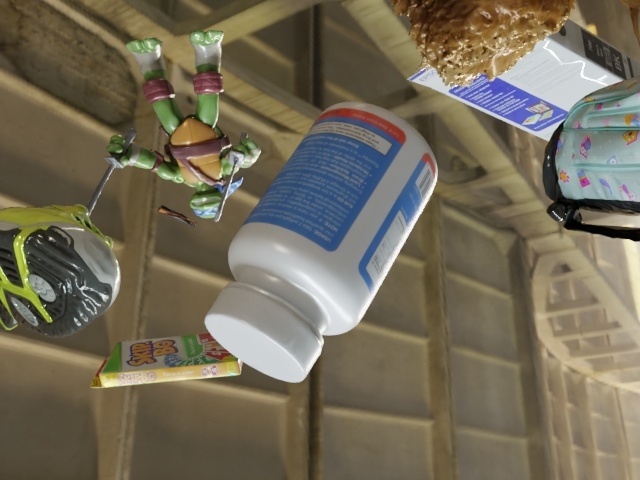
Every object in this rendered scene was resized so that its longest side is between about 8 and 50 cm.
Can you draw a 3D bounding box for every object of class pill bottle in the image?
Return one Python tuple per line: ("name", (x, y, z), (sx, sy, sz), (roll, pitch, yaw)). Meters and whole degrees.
("pill bottle", (0.000, 0.000, 0.596), (0.124, 0.124, 0.221), (53, -123, -34))

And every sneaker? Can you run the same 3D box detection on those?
("sneaker", (-0.299, 0.009, 0.775), (0.147, 0.385, 0.145), (-43, -68, -29))

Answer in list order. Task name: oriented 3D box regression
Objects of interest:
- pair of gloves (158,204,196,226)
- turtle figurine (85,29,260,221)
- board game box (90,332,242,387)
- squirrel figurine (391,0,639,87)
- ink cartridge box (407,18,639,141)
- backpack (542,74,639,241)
("pair of gloves", (-0.264, -0.046, 1.322), (0.074, 0.083, 0.010), (25, -89, -10))
("turtle figurine", (-0.194, -0.153, 0.999), (0.275, 0.198, 0.266), (-19, -76, -53))
("board game box", (-0.265, 0.208, 1.257), (0.124, 0.260, 0.039), (-92, -6, -72))
("squirrel figurine", (0.201, -0.311, 0.655), (0.371, 0.397, 0.281), (26, -106, -6))
("ink cartridge box", (0.289, -0.226, 0.965), (0.333, 0.165, 0.065), (13, -114, -36))
("backpack", (0.259, -0.070, 0.526), (0.182, 0.152, 0.115), (-149, 40, -80))
